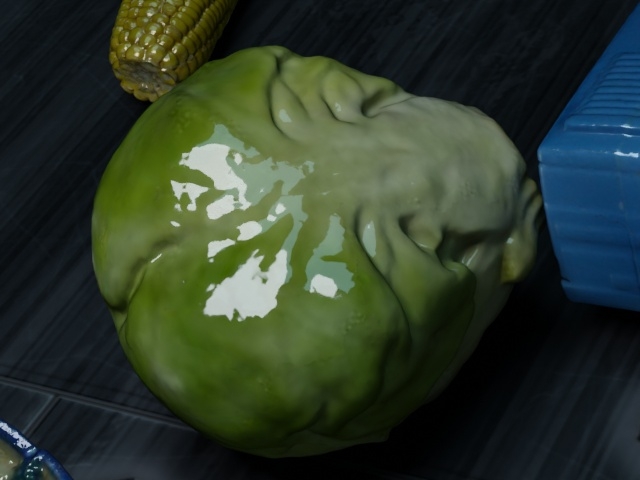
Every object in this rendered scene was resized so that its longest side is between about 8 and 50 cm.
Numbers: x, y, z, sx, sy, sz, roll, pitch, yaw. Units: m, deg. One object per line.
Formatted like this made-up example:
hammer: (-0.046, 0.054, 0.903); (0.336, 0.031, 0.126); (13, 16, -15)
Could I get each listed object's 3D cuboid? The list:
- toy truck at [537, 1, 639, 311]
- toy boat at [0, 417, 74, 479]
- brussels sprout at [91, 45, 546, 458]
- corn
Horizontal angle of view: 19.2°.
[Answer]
toy truck: (0.299, -0.105, 1.365); (0.161, 0.162, 0.385); (6, 40, 34)
toy boat: (-0.199, 0.191, 1.205); (0.114, 0.115, 0.262); (-25, 39, -14)
brussels sprout: (-0.013, -0.001, 1.281); (0.273, 0.243, 0.316); (24, 53, 33)
corn: (-0.119, -0.242, 1.723); (0.106, 0.106, 0.305); (-1, 41, 17)
